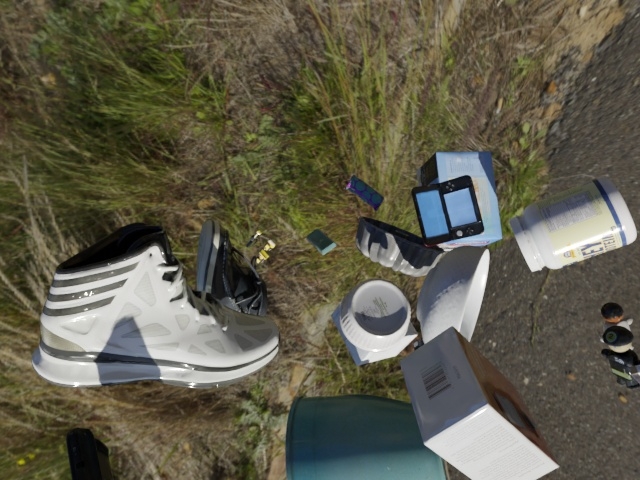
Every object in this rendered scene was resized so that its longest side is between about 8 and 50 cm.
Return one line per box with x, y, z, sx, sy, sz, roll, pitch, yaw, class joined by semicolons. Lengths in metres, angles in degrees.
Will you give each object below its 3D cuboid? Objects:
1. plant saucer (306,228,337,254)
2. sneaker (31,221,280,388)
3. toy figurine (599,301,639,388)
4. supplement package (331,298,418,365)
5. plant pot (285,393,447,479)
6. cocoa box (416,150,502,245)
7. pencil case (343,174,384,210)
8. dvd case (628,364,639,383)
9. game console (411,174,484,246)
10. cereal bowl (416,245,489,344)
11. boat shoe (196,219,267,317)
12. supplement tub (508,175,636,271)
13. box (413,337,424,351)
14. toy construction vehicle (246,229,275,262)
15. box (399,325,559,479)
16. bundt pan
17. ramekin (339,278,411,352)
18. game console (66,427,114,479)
0.000;0.000;1.765;0.067;0.192;0.018;-36;117;-7;plant saucer
-0.241;0.112;0.835;0.169;0.447;0.258;36;114;49;sneaker
0.756;0.217;1.068;0.212;0.209;0.148;-16;105;31;toy figurine
0.183;0.291;1.610;0.149;0.194;0.203;-57;48;37;supplement package
0.098;0.407;0.858;0.254;0.271;0.272;-12;93;9;plant pot
0.529;-0.147;1.815;0.231;0.228;0.348;-2;79;-8;cocoa box
0.166;-0.178;1.756;0.151;0.070;0.064;36;134;-1;pencil case
0.653;0.210;0.776;0.221;0.164;0.018;-28;47;31;dvd case
0.297;-0.070;1.088;0.124;0.085;0.144;-15;87;34;game console
0.368;0.171;1.332;0.141;0.338;0.340;15;104;27;cereal bowl
-0.213;0.123;1.172;0.155;0.187;0.501;-3;142;-3;boat shoe
0.827;-0.045;1.556;0.324;0.235;0.236;-25;88;24;supplement tub
0.355;0.353;1.518;0.083;0.052;0.062;23;134;-24;box
-0.195;0.021;1.487;0.086;0.035;0.098;48;125;-1;toy construction vehicle
0.198;0.219;0.597;0.091;0.130;0.170;-40;117;17;box
0.269;0.029;1.671;0.330;0.330;0.124;25;100;17;bundt pan
0.161;0.208;1.339;0.206;0.109;0.208;2;66;-4;ramekin
-0.317;0.448;0.702;0.361;0.043;0.213;47;155;44;game console
